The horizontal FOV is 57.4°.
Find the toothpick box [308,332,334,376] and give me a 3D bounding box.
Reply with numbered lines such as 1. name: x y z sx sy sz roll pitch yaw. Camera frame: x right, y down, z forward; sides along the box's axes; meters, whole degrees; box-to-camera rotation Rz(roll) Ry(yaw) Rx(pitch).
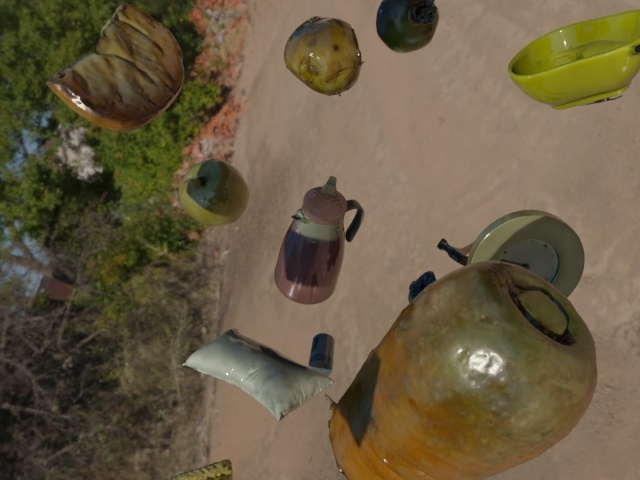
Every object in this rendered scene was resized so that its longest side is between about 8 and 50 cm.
1. toothpick box: 0.003 0.246 1.257 0.052 0.052 0.083 -56 15 33

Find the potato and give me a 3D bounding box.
1. potato: 0.003 -0.342 1.065 0.176 0.137 0.137 47 118 38

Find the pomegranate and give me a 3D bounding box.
1. pomegranate: 0.172 -0.446 1.168 0.159 0.129 0.130 13 -83 -81

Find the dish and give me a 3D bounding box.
1. dish: 0.491 -0.320 1.075 0.262 0.108 0.221 -4 36 41

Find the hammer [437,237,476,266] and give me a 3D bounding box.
1. hammer: 0.415 0.015 1.584 0.111 0.287 0.033 40 119 20

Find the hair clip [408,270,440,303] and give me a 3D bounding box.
1. hair clip: 0.260 0.211 1.241 0.310 0.194 0.207 -90 14 -68

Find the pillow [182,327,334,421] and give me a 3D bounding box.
1. pillow: -0.118 0.245 1.080 0.253 0.144 0.078 21 115 32

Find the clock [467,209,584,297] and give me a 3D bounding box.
1. clock: 0.416 0.051 1.189 0.235 0.234 0.029 -61 12 22

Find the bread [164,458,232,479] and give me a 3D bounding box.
1. bread: -0.232 0.548 1.172 0.160 0.169 0.140 -145 49 -59

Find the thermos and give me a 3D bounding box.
1. thermos: 0.000 0.000 1.244 0.146 0.176 0.265 56 149 30

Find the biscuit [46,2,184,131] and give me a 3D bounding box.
1. biscuit: -0.285 -0.263 0.885 0.045 0.154 0.299 -54 17 41

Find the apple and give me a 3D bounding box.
1. apple: -0.287 -0.129 1.596 0.200 0.199 0.200 -50 29 42

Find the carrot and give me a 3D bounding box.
1. carrot: 0.161 0.185 0.717 0.341 0.224 0.224 -55 26 34
